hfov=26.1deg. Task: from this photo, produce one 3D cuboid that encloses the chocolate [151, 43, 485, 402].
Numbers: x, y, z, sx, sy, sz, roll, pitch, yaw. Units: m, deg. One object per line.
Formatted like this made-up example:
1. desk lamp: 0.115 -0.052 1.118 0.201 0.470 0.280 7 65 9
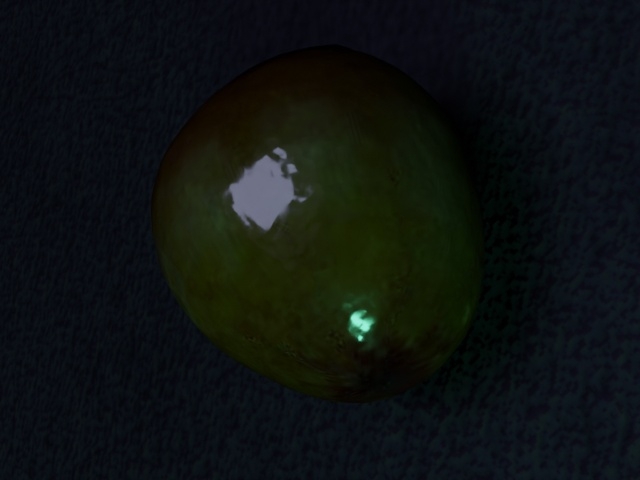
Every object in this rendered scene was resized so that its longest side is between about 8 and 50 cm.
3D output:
1. chocolate: 0.000 0.000 0.665 0.177 0.177 0.177 -12 73 45
